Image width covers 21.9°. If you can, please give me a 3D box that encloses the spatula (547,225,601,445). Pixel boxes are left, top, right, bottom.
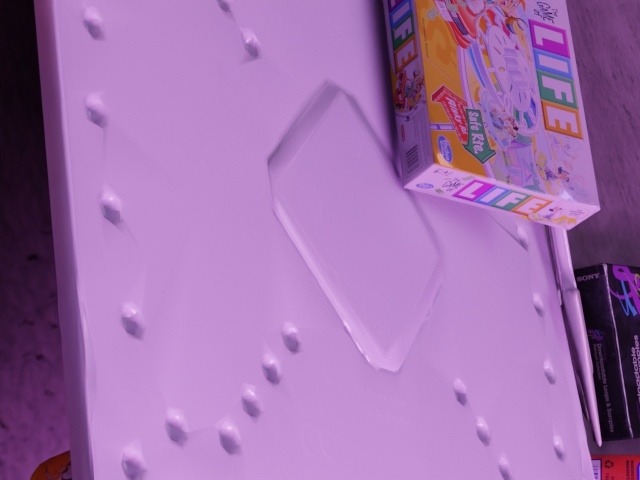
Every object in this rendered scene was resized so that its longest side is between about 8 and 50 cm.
[{"bbox_3d":[0.133,-0.009,0.962,0.168,0.019,0.242,-5,85,-82],"label":"spatula"}]

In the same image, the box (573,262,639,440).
[{"bbox_3d":[0.225,0.076,1.133,0.162,0.029,0.116,7,73,-57],"label":"box"}]

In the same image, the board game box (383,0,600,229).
[{"bbox_3d":[0.083,-0.088,0.831,0.103,0.026,0.154,13,58,-31],"label":"board game box"}]

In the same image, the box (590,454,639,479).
[{"bbox_3d":[0.186,0.252,0.895,0.122,0.128,0.256,63,27,-63],"label":"box"}]

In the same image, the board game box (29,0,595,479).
[{"bbox_3d":[0.000,0.000,0.752,0.390,0.050,0.389,22,53,-52],"label":"board game box"}]
